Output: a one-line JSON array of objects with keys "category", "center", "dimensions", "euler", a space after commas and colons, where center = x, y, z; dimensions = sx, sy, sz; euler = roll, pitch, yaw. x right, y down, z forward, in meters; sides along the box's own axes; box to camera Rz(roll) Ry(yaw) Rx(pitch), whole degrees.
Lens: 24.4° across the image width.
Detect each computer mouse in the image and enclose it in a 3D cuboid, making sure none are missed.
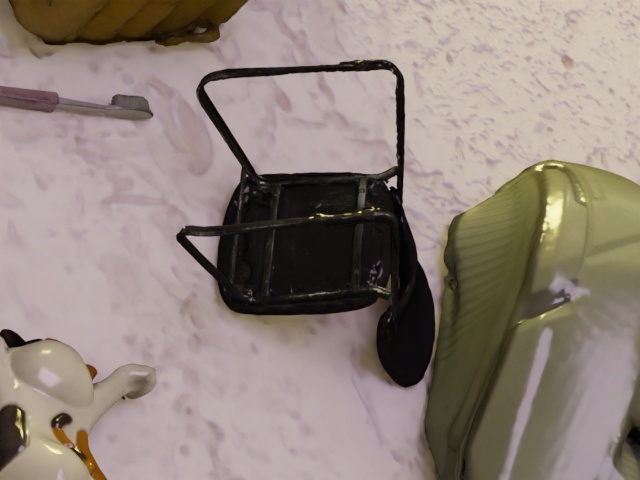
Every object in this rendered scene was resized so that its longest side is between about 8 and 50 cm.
[{"category": "computer mouse", "center": [0.210, 0.089, 1.109], "dimensions": [0.228, 0.145, 0.429], "euler": [31, 48, -19]}]

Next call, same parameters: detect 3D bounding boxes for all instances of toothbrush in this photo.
[{"category": "toothbrush", "center": [-0.202, -0.099, 1.019], "dimensions": [0.194, 0.014, 0.017], "euler": [2, 61, -35]}]

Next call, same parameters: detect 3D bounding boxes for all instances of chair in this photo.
[{"category": "chair", "center": [0.000, 0.000, 1.045], "dimensions": [0.145, 0.221, 0.140], "euler": [-3, 54, 11]}]

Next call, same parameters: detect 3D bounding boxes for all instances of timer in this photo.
[{"category": "timer", "center": [-0.157, 0.142, 0.820], "dimensions": [0.175, 0.175, 0.266], "euler": [24, 33, -22]}]

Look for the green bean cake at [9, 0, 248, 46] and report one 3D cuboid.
[{"category": "green bean cake", "center": [-0.151, -0.258, 1.083], "dimensions": [0.229, 0.131, 0.224], "euler": [-13, 72, -44]}]
